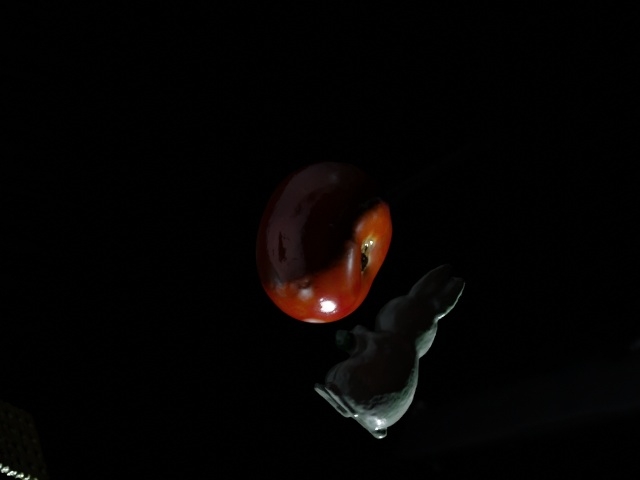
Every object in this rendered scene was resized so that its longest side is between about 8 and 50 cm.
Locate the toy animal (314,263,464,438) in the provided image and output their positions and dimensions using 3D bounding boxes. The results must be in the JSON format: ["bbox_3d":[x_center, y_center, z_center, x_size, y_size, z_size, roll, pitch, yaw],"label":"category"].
[{"bbox_3d":[0.108,0.143,1.797,0.251,0.127,0.125,-48,-145,-15],"label":"toy animal"}]

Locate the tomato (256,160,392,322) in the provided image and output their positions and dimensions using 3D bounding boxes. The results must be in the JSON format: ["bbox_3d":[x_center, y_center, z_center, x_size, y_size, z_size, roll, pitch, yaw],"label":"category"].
[{"bbox_3d":[0.000,0.000,1.516,0.195,0.136,0.195,-50,148,-47],"label":"tomato"}]

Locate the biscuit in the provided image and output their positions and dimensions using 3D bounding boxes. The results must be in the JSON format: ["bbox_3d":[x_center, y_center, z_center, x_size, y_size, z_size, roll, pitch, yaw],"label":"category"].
[{"bbox_3d":[-0.448,0.248,1.708,0.016,0.231,0.139,-37,-130,12],"label":"biscuit"}]
